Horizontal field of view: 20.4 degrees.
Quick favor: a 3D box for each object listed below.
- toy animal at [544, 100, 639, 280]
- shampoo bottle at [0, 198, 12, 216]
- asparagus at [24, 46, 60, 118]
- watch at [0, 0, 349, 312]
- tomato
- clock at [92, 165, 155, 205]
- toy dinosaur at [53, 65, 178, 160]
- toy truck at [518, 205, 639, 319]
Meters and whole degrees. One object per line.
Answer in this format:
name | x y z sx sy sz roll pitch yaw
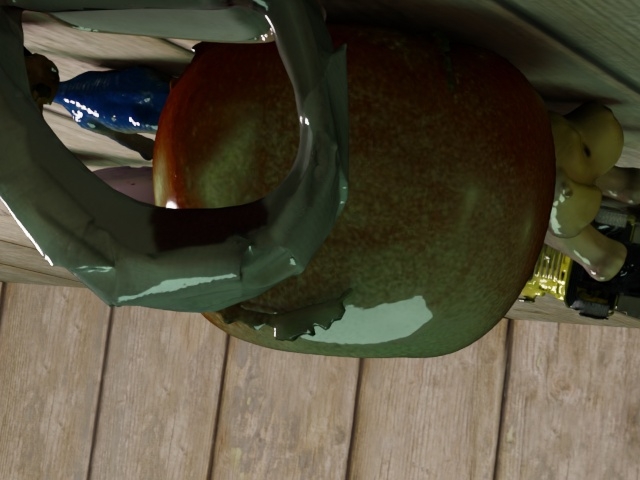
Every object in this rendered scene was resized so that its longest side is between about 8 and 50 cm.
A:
toy animal | 0.191 -0.055 1.520 0.168 0.121 0.233 28 175 -22
shampoo bottle | -0.376 -0.068 2.118 0.257 0.078 0.127 8 168 16
asparagus | -0.398 -0.137 1.481 0.382 0.108 0.128 5 174 30
watch | -0.102 -0.076 1.096 0.253 0.241 0.162 6 174 15
tomato | 0.022 -0.033 1.323 0.303 0.239 0.303 5 177 0
clock | -0.036 -0.030 1.659 0.322 0.113 0.295 0 -170 25
toy dinosaur | -0.185 -0.123 1.524 0.188 0.075 0.247 15 176 -33
toy truck | 0.323 0.021 1.974 0.272 0.124 0.157 9 -176 -42
